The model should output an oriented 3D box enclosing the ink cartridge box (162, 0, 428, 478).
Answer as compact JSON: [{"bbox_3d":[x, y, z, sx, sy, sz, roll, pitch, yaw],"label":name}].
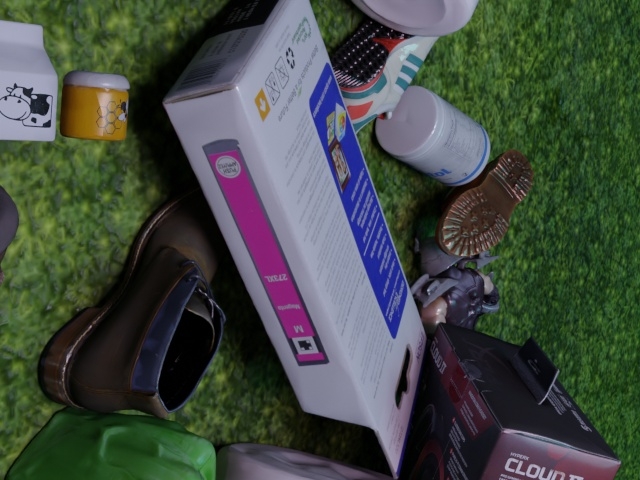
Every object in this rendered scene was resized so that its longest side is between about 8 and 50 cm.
[{"bbox_3d":[0.000,0.000,0.832,0.176,0.069,0.371,-69,142,-51],"label":"ink cartridge box"}]

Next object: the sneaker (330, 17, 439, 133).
[{"bbox_3d":[0.058,-0.154,0.945,0.161,0.057,0.075,-47,152,-39],"label":"sneaker"}]

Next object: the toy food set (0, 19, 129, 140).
[{"bbox_3d":[-0.208,-0.111,0.563,0.232,0.111,0.105,-4,101,-48],"label":"toy food set"}]

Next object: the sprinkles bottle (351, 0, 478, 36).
[{"bbox_3d":[0.131,-0.353,0.920,0.121,0.121,0.356,44,62,-46],"label":"sprinkles bottle"}]

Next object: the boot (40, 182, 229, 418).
[{"bbox_3d":[-0.091,0.040,0.749,0.219,0.106,0.082,-54,133,-29],"label":"boot"}]

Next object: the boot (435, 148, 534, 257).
[{"bbox_3d":[0.147,-0.025,1.050,0.059,0.084,0.158,54,48,-8],"label":"boot"}]

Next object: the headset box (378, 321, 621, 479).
[{"bbox_3d":[0.132,0.225,0.915,0.110,0.218,0.293,17,104,-12],"label":"headset box"}]

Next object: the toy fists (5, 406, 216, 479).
[{"bbox_3d":[-0.166,0.236,0.671,0.279,0.142,0.096,-55,136,-27],"label":"toy fists"}]

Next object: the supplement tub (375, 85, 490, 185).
[{"bbox_3d":[0.108,-0.097,0.997,0.107,0.071,0.071,21,82,-50],"label":"supplement tub"}]

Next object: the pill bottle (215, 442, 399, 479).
[{"bbox_3d":[-0.034,0.335,0.831,0.176,0.176,0.319,19,83,-51],"label":"pill bottle"}]

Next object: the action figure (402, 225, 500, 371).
[{"bbox_3d":[0.139,0.121,1.067,0.185,0.099,0.285,-24,102,-39],"label":"action figure"}]

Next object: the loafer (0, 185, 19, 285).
[{"bbox_3d":[-0.303,0.084,0.503,0.366,0.133,0.130,-40,154,-28],"label":"loafer"}]
